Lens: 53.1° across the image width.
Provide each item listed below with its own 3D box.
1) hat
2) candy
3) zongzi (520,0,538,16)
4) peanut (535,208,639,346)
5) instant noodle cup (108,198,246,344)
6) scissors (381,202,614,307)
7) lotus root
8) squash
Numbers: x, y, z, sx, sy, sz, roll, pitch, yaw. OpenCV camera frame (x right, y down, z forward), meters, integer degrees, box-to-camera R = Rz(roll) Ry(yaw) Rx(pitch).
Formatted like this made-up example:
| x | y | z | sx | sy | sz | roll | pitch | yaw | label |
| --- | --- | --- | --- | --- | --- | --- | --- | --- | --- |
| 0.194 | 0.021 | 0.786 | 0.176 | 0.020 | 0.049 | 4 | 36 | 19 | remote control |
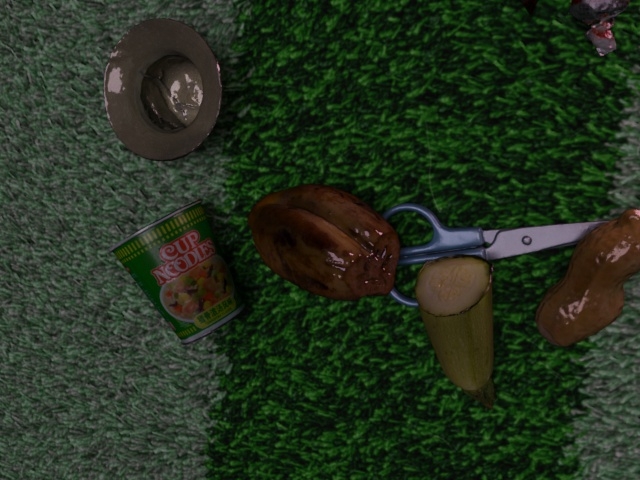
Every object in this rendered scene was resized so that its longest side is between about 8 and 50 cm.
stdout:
| x | y | z | sx | sy | sz | roll | pitch | yaw | label |
| --- | --- | --- | --- | --- | --- | --- | --- | --- | --- |
| -0.272 | -0.279 | 1.221 | 0.258 | 0.130 | 0.257 | 2 | 97 | 19 | hat |
| 0.438 | -0.434 | 0.990 | 0.086 | 0.059 | 0.291 | 5 | 100 | 15 | candy |
| 0.345 | -0.420 | 1.037 | 0.073 | 0.067 | 0.083 | -41 | 102 | 8 | zongzi |
| 0.442 | 0.062 | 1.027 | 0.118 | 0.101 | 0.263 | 14 | 115 | -17 | peanut |
| -0.261 | 0.067 | 1.248 | 0.207 | 0.207 | 0.232 | -28 | 97 | 21 | instant noodle cup |
| 0.315 | 0.005 | 1.109 | 0.448 | 0.029 | 0.192 | -9 | 95 | 20 | scissors |
| 0.000 | -0.008 | 1.139 | 0.291 | 0.193 | 0.193 | 24 | 105 | 34 | lotus root |
| 0.238 | 0.179 | 1.102 | 0.137 | 0.137 | 0.287 | -3 | 111 | 20 | squash |
